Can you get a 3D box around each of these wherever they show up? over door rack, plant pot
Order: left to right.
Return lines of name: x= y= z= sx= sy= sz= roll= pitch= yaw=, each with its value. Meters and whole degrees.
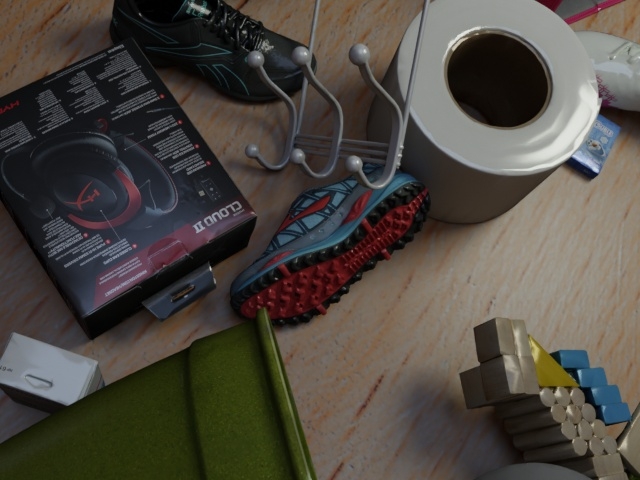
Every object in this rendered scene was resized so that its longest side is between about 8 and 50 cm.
plant pot: x=-0.165 y=0.281 z=0.669 sx=0.353 sy=0.366 sz=0.366 roll=-16 pitch=74 yaw=-4
over door rack: x=0.026 y=-0.231 z=0.878 sx=0.108 sy=0.239 sz=0.324 roll=20 pitch=89 yaw=-35

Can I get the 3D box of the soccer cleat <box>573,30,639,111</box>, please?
soccer cleat: x=0.478 y=-0.227 z=1.069 sx=0.331 sy=0.143 sz=0.116 roll=21 pitch=67 yaw=-3

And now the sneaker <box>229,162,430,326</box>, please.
sneaker: x=0.000 y=0.000 z=0.930 sx=0.262 sy=0.104 sz=0.125 roll=-33 pitch=42 yaw=-8

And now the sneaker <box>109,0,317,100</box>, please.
sneaker: x=-0.131 y=-0.250 z=0.975 sx=0.267 sy=0.106 sz=0.101 roll=11 pitch=67 yaw=-9

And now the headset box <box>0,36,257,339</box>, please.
headset box: x=-0.227 y=-0.048 z=0.877 sx=0.218 sy=0.110 sz=0.293 roll=-33 pitch=79 yaw=-20

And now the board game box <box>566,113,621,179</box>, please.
board game box: x=0.359 y=-0.144 z=1.081 sx=0.090 sy=0.020 sz=0.090 roll=32 pitch=66 yaw=1

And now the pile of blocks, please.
pile of blocks: x=0.294 y=0.230 z=0.891 sx=0.149 sy=0.112 sz=0.362 roll=-39 pitch=89 yaw=-34

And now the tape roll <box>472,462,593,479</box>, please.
tape roll: x=0.221 y=0.343 z=0.788 sx=0.219 sy=0.072 sz=0.219 roll=1 pitch=98 yaw=10

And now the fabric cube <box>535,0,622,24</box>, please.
fabric cube: x=0.378 y=-0.493 z=1.087 sx=0.259 sy=0.254 sz=0.258 roll=-26 pitch=78 yaw=-19

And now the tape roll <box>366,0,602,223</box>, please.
tape roll: x=0.191 y=-0.161 z=0.968 sx=0.246 sy=0.169 sz=0.246 roll=3 pitch=72 yaw=-9

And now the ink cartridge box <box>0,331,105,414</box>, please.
ink cartridge box: x=-0.271 y=0.143 z=0.791 sx=0.088 sy=0.122 sz=0.052 roll=19 pitch=68 yaw=-4
